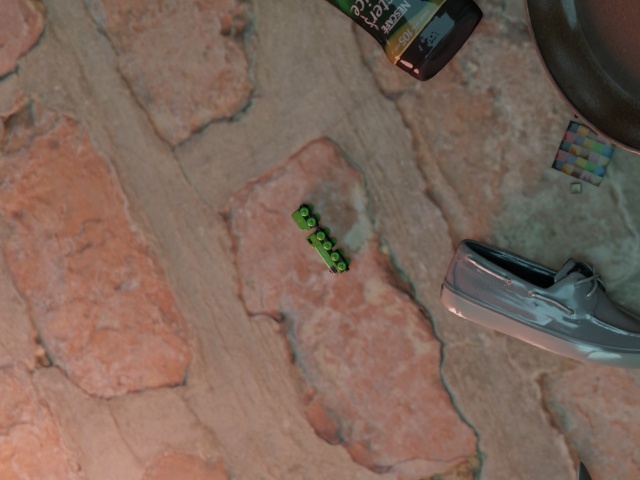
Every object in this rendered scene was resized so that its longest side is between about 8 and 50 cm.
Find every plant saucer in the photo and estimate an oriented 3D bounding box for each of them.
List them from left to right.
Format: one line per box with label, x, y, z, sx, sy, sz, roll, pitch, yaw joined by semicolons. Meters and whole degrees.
plant saucer;0.304;-0.224;1.165;0.310;0.050;0.311;19;117;44

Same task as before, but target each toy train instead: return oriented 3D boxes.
toy train;0.000;0.000;1.382;0.023;0.017;0.083;-33;93;29

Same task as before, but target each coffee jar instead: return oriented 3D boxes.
coffee jar;0.059;-0.237;1.277;0.184;0.079;0.096;40;109;3

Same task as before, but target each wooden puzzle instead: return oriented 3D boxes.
wooden puzzle;0.252;-0.084;1.299;0.049;0.006;0.083;23;107;9

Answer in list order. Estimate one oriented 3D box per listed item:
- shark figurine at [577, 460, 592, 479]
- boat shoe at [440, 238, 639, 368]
shark figurine;0.388;0.294;1.320;0.278;0.166;0.116;15;81;29
boat shoe;0.228;0.056;1.300;0.227;0.079;0.081;18;111;14
